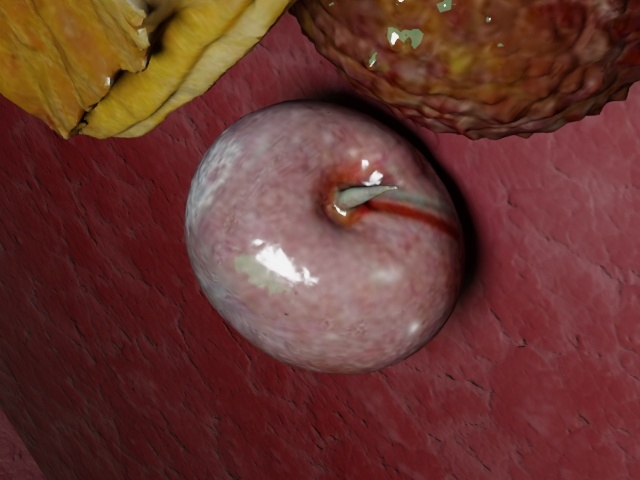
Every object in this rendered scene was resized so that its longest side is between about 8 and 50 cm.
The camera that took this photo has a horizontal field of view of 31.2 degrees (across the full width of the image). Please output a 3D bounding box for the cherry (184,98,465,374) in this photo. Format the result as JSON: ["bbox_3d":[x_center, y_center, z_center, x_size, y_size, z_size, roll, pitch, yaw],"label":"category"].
[{"bbox_3d":[0.000,0.000,0.943,0.236,0.213,0.285,62,158,3],"label":"cherry"}]

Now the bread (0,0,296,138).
[{"bbox_3d":[-0.156,-0.236,0.536,0.370,0.191,0.314,44,159,-14],"label":"bread"}]

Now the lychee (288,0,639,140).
[{"bbox_3d":[0.091,-0.186,0.599,0.260,0.260,0.260,33,143,30],"label":"lychee"}]
